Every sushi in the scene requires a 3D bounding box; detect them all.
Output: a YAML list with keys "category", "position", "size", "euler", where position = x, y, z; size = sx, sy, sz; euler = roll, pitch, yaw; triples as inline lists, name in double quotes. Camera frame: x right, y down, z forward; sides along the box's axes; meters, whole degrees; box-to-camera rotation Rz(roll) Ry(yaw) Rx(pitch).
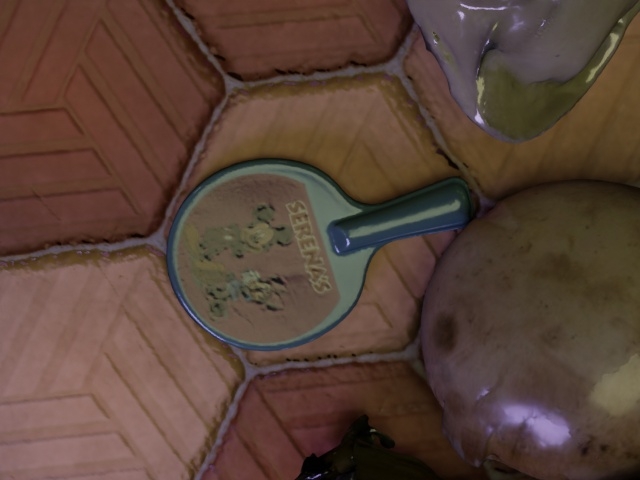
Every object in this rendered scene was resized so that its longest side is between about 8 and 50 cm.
- category: "sushi"
  position: [0.092, 0.267, 1.360]
  size: [0.131, 0.139, 0.291]
  euler: [-41, 99, 20]

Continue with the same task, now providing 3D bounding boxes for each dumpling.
- category: "dumpling"
  position: [0.172, -0.241, 1.258]
  size: [0.243, 0.187, 0.318]
  euler: [-12, 118, -43]

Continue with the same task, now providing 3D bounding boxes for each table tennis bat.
- category: "table tennis bat"
  position: [0.000, 0.000, 1.334]
  size: [0.244, 0.040, 0.153]
  euler: [-15, 102, 3]

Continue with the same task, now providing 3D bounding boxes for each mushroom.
- category: "mushroom"
  position: [0.192, 0.071, 1.287]
  size: [0.255, 0.184, 0.255]
  euler: [-3, 76, 13]
